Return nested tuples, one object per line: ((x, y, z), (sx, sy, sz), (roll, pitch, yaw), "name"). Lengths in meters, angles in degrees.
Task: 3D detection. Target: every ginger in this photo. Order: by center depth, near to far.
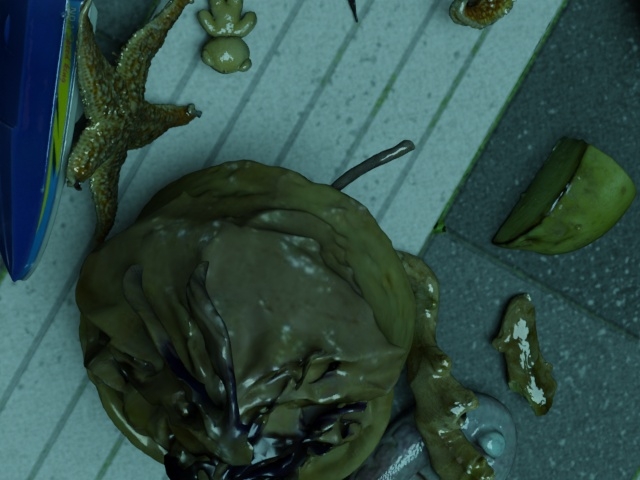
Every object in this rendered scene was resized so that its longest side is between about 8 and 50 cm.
((0.125, 0.141, 1.797), (0.075, 0.089, 0.288), (-10, 83, -37), "ginger")
((0.230, 0.130, 1.889), (0.057, 0.044, 0.137), (-12, 104, 14), "ginger")

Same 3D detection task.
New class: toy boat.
((-0.272, -0.102, 1.595), (0.088, 0.129, 0.295), (2, 104, -31), "toy boat")
((0.128, 0.266, 1.863), (0.227, 0.085, 0.155), (-43, 113, -5), "toy boat")

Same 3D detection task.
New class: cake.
((-0.088, 0.127, 1.561), (0.332, 0.321, 0.332), (8, 121, 14), "cake")

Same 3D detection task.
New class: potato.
((0.285, -0.022, 1.847), (0.120, 0.081, 0.149), (34, 90, -22), "potato")

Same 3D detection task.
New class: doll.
((-0.092, -0.214, 1.672), (0.061, 0.051, 0.093), (1, 103, -15), "doll")

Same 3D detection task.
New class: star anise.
((0.000, 0.000, 1.682), (0.148, 0.227, 0.218), (35, 79, -18), "star anise")

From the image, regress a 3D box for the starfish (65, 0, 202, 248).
((-0.187, -0.137, 1.595), (0.231, 0.048, 0.295), (-53, 152, -38), "starfish")

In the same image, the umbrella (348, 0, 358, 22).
((0.023, -0.282, 1.718), (0.022, 0.013, 0.122), (-23, 111, -36), "umbrella")

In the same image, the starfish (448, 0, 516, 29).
((0.171, -0.374, 1.698), (0.312, 0.113, 0.303), (-42, 114, -2), "starfish")
